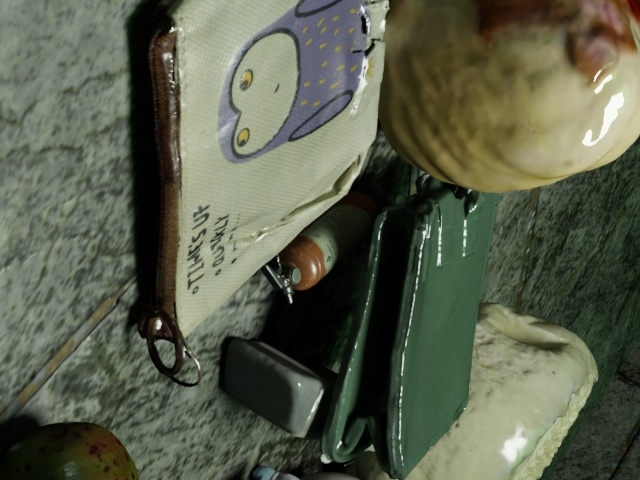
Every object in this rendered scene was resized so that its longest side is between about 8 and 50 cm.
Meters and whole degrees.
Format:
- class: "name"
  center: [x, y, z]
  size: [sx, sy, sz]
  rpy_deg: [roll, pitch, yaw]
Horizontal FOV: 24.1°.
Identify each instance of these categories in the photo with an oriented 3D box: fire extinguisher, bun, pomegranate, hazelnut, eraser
- class: "fire extinguisher"
  center: [0.000, 0.000, 1.333]
  size: [0.177, 0.050, 0.062]
  rpy_deg: [-39, 121, -48]
- class: "bun"
  center: [0.162, 0.229, 1.780]
  size: [0.360, 0.211, 0.360]
  rpy_deg: [-50, 162, -22]
- class: "pomegranate"
  center: [-0.192, 0.185, 1.039]
  size: [0.142, 0.114, 0.115]
  rpy_deg: [-15, 136, -25]
- class: "hazelnut"
  center: [0.159, -0.163, 1.321]
  size: [0.241, 0.261, 0.261]
  rpy_deg: [7, 113, -34]
- class: "eraser"
  center: [-0.007, 0.154, 1.450]
  size: [0.061, 0.089, 0.352]
  rpy_deg: [-60, 159, -1]

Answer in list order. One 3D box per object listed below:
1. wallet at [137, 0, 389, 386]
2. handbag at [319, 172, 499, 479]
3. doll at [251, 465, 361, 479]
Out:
- class: "wallet"
  center: [-0.041, -0.078, 1.109]
  size: [0.275, 0.068, 0.335]
  rpy_deg: [-42, 150, -39]
- class: "handbag"
  center: [0.090, 0.072, 1.410]
  size: [0.247, 0.079, 0.260]
  rpy_deg: [-25, 124, -67]
- class: "doll"
  center: [-0.021, 0.304, 1.536]
  size: [0.151, 0.151, 0.287]
  rpy_deg: [-62, 156, -1]
